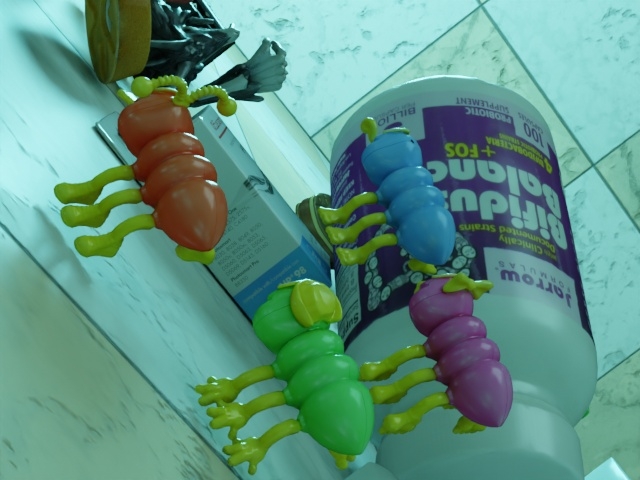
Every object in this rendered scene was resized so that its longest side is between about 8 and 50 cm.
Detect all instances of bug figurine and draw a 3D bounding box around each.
[{"bbox_3d":[0.009,0.012,0.713,0.279,0.072,0.216,3,55,-50],"label":"bug figurine"}]

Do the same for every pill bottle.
[{"bbox_3d":[0.094,0.046,0.925,0.169,0.169,0.301,48,29,-43],"label":"pill bottle"}]

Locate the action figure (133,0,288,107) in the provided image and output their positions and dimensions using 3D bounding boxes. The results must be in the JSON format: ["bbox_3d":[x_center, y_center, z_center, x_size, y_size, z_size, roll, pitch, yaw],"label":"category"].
[{"bbox_3d":[-0.114,-0.187,1.166,0.275,0.141,0.164,-123,-168,-66],"label":"action figure"}]

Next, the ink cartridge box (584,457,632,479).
[{"bbox_3d":[0.381,0.390,1.717,0.128,0.127,0.176,49,6,-28],"label":"ink cartridge box"}]

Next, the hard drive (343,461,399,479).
[{"bbox_3d":[0.113,0.262,0.661,0.203,0.040,0.307,49,6,-33],"label":"hard drive"}]

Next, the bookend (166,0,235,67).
[{"bbox_3d":[-0.195,-0.297,1.615,0.156,0.072,0.157,55,6,29],"label":"bookend"}]

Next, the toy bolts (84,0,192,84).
[{"bbox_3d":[-0.189,-0.200,0.926,0.228,0.158,0.218,-138,-133,-60],"label":"toy bolts"}]

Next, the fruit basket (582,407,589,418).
[{"bbox_3d":[0.153,0.064,1.500,0.327,0.165,0.353,61,1,-27],"label":"fruit basket"}]

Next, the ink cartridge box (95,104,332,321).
[{"bbox_3d":[-0.069,-0.031,0.940,0.180,0.060,0.104,52,6,-9],"label":"ink cartridge box"}]

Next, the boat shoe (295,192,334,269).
[{"bbox_3d":[0.000,0.000,1.401,0.178,0.060,0.064,45,34,-71],"label":"boat shoe"}]
